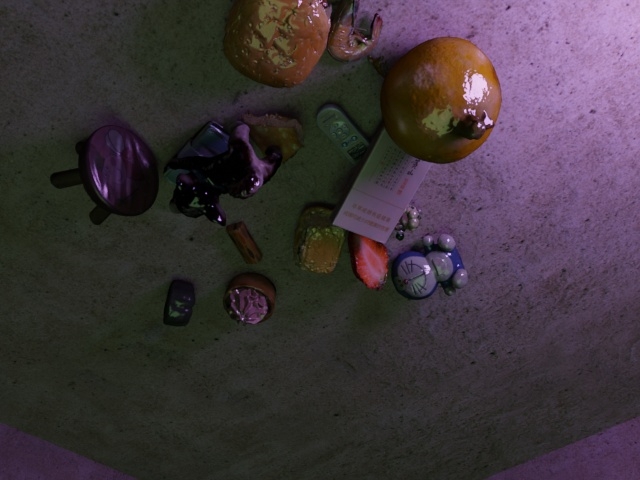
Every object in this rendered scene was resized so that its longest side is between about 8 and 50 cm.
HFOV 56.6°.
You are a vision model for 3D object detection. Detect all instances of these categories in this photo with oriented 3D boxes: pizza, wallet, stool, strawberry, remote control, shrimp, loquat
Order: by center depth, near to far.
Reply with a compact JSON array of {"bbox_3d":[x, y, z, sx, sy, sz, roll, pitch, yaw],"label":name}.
[{"bbox_3d":[0.098,-0.580,1.561,0.143,0.052,0.251,2,140,-16],"label":"shrimp"},{"bbox_3d":[0.327,-0.351,1.563,0.328,0.359,0.329,-11,128,-14],"label":"loquat"},{"bbox_3d":[-0.636,-0.191,1.771,0.178,0.272,0.272,-12,132,30],"label":"stool"},{"bbox_3d":[-0.119,-0.307,1.785,0.188,0.081,0.204,7,146,25],"label":"pizza"},{"bbox_3d":[0.080,-0.314,1.791,0.087,0.047,0.244,-33,123,21],"label":"remote control"},{"bbox_3d":[-0.352,-0.240,1.840,0.176,0.075,0.250,34,122,-31],"label":"wallet"},{"bbox_3d":[0.149,0.062,2.075,0.106,0.175,0.236,-6,101,47],"label":"strawberry"}]

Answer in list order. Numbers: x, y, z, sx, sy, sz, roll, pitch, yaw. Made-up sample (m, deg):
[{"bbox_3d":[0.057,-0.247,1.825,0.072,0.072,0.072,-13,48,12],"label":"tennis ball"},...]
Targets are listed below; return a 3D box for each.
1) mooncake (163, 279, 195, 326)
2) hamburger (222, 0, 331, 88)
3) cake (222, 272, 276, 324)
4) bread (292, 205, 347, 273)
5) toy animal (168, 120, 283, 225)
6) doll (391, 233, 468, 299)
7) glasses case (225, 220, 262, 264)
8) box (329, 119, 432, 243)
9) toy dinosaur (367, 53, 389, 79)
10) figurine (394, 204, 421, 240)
[{"bbox_3d":[-0.531,0.236,2.229,0.104,0.169,0.175,6,164,-22],"label":"mooncake"},{"bbox_3d":[-0.110,-0.536,1.534,0.259,0.145,0.283,18,123,-12],"label":"hamburger"},{"bbox_3d":[-0.259,0.240,2.194,0.185,0.178,0.208,-28,129,21],"label":"cake"},{"bbox_3d":[0.000,0.000,2.017,0.173,0.121,0.246,3,128,-14],"label":"bread"},{"bbox_3d":[-0.290,-0.164,1.662,0.344,0.303,0.194,-29,124,18],"label":"toy animal"},{"bbox_3d":[0.373,0.103,2.092,0.258,0.154,0.228,-24,94,11],"label":"doll"},{"bbox_3d":[-0.266,0.013,2.081,0.064,0.041,0.170,-15,130,14],"label":"glasses case"},{"bbox_3d":[0.198,-0.178,1.833,0.204,0.051,0.365,21,112,-22],"label":"box"},{"bbox_3d":[0.173,-0.481,1.655,0.041,0.026,0.113,-32,115,33],"label":"toy dinosaur"},{"bbox_3d":[0.239,-0.066,1.977,0.197,0.093,0.147,-15,110,13],"label":"figurine"}]
